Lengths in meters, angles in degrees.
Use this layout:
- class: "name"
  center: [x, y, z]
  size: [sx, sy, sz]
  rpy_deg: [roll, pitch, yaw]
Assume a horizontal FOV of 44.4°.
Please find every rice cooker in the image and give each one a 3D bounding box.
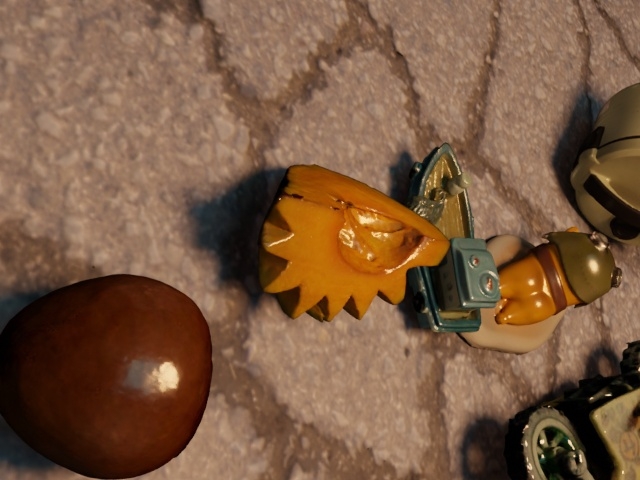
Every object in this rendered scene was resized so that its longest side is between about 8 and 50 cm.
- class: "rice cooker"
  center: [0.518, -0.116, 1.221]
  size: [0.226, 0.226, 0.244]
  rpy_deg: [43, 56, -21]

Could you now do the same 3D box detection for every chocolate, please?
- class: "chocolate"
  center: [-0.175, 0.103, 0.630]
  size: [0.177, 0.177, 0.176]
  rpy_deg: [13, 68, -36]

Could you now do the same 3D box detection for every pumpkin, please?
- class: "pumpkin"
  center: [0.000, 0.000, 0.860]
  size: [0.254, 0.149, 0.130]
  rpy_deg: [11, 112, -41]

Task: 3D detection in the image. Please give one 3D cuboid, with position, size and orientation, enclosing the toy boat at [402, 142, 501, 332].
- class: "toy boat"
  center: [0.158, -0.007, 0.964]
  size: [0.109, 0.098, 0.237]
  rpy_deg: [4, 70, -31]

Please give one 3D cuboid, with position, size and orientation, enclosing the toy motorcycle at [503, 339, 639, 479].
- class: "toy motorcycle"
  center: [0.390, 0.281, 1.023]
  size: [0.410, 0.169, 0.236]
  rpy_deg: [-17, 89, -41]

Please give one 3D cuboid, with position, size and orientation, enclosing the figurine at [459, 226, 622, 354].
- class: "figurine"
  center: [0.301, 0.063, 1.037]
  size: [0.250, 0.141, 0.166]
  rpy_deg: [-23, 92, -41]
